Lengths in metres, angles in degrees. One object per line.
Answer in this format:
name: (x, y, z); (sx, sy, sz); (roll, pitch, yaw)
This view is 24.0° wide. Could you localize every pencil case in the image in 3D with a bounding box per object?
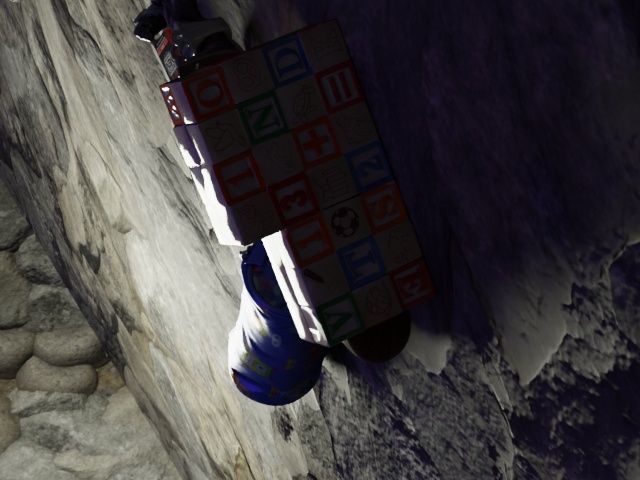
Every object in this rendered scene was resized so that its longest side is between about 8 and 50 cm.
pencil case: (-0.048, 0.095, 1.828); (0.133, 0.119, 0.306); (31, 153, 9)

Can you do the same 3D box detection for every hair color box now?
hair color box: (-0.156, -0.199, 1.891); (0.141, 0.043, 0.072); (64, 161, 3)

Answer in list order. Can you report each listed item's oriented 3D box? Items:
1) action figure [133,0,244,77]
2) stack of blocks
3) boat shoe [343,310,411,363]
action figure: (-0.172, -0.285, 1.745); (0.285, 0.099, 0.185); (59, 166, 30)
stack of blocks: (-0.021, -0.048, 1.492); (0.297, 0.171, 0.087); (69, 162, -11)
boat shoe: (0.000, 0.000, 1.601); (0.089, 0.105, 0.285); (5, 118, 67)
